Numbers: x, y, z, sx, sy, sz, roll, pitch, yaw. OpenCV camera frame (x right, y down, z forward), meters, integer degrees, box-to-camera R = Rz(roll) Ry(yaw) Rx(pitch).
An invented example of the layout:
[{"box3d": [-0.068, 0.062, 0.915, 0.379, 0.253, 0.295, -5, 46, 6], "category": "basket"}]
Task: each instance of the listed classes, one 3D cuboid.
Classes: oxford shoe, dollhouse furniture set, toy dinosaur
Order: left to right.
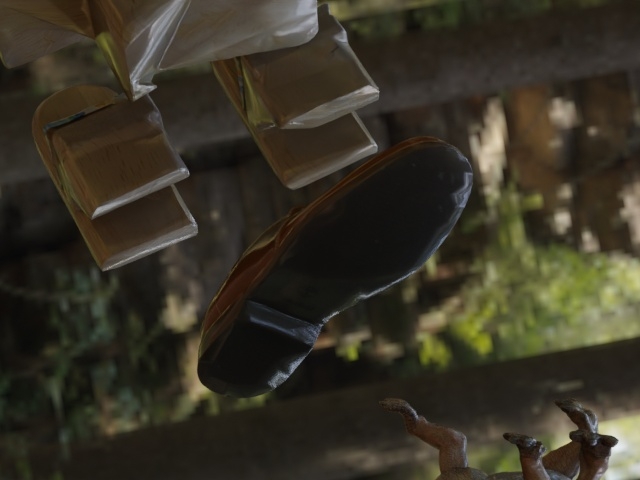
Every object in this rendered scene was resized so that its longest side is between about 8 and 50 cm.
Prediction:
[{"box3d": [-0.033, -0.241, 1.152, 0.256, 0.394, 0.362, 59, -15, 30], "category": "dollhouse furniture set"}, {"box3d": [0.000, 0.000, 1.078, 0.076, 0.212, 0.076, 32, 33, -30], "category": "oxford shoe"}, {"box3d": [0.142, 0.230, 1.441, 0.127, 0.296, 0.200, -155, -112, -62], "category": "toy dinosaur"}]
